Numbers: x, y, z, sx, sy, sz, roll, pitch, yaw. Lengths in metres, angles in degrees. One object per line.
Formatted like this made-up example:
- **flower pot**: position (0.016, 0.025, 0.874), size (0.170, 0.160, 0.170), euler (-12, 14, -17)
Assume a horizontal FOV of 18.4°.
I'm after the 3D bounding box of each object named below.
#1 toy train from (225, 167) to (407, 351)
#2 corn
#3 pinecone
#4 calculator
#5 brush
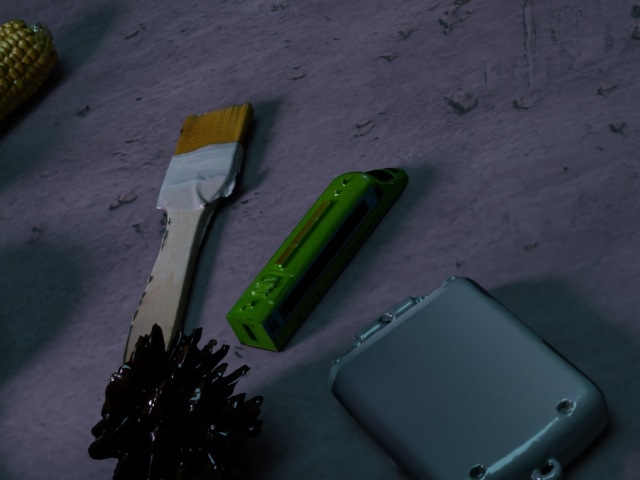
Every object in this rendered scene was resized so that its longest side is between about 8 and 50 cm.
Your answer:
- **toy train**: position (0.000, 0.000, 1.616), size (0.044, 0.042, 0.209), euler (10, 51, 41)
- **corn**: position (-0.355, -0.139, 2.001), size (0.080, 0.080, 0.238), euler (16, 56, 45)
- **pinecone**: position (-0.104, 0.134, 1.460), size (0.121, 0.140, 0.140), euler (19, 51, 7)
- **calculator**: position (0.101, 0.110, 1.409), size (0.141, 0.045, 0.246), euler (-36, 36, -9)
- **brush**: position (-0.120, -0.001, 1.721), size (0.085, 0.020, 0.336), euler (-11, 40, 24)
